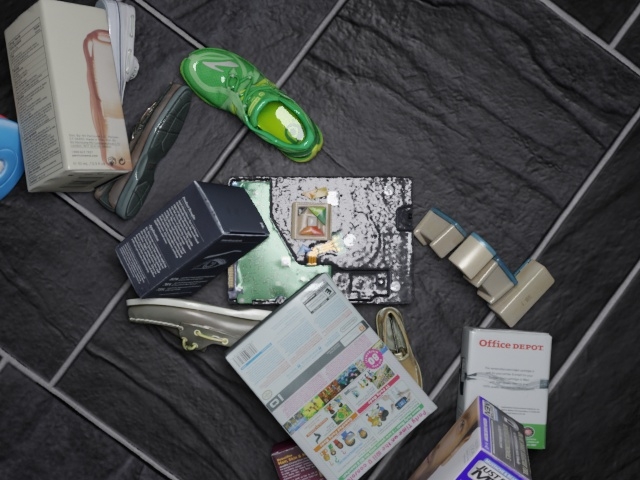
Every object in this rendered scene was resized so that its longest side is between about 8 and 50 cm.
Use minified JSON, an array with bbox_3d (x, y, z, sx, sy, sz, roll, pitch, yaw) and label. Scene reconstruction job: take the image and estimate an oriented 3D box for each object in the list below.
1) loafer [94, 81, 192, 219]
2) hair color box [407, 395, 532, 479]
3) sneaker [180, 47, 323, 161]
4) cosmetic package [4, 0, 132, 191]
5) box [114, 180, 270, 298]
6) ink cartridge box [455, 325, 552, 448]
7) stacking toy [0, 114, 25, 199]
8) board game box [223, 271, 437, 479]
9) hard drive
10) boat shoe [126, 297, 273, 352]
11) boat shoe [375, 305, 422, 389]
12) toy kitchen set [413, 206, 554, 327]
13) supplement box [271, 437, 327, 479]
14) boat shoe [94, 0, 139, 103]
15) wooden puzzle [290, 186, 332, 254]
[{"bbox_3d":[-0.325,-0.172,1.472,0.084,0.096,0.267,27,91,11],"label":"loafer"},{"bbox_3d":[0.209,0.448,1.378,0.110,0.185,0.339,36,108,-2],"label":"hair color box"},{"bbox_3d":[-0.117,-0.255,1.464,0.295,0.123,0.109,34,88,-1],"label":"sneaker"},{"bbox_3d":[-0.437,-0.243,1.408,0.129,0.153,0.296,-5,82,-45],"label":"cosmetic package"},{"bbox_3d":[-0.218,0.001,1.397,0.207,0.153,0.108,-36,74,20],"label":"box"},{"bbox_3d":[0.332,0.264,1.488,0.153,0.087,0.208,5,90,-1],"label":"ink cartridge box"},{"bbox_3d":[-0.678,-0.206,1.444,0.302,0.166,0.175,36,95,14],"label":"stacking toy"},{"bbox_3d":[0.015,0.239,1.395,0.224,0.097,0.303,-39,92,-10],"label":"board game box"},{"bbox_3d":[0.000,0.000,1.493,0.339,0.064,0.237,-1,89,-3],"label":"hard drive"},{"bbox_3d":[-0.199,0.157,1.458,0.305,0.109,0.091,8,85,-7],"label":"boat shoe"},{"bbox_3d":[0.142,0.216,1.488,0.068,0.072,0.190,-19,90,-3],"label":"boat shoe"},{"bbox_3d":[0.300,0.029,1.507,0.122,0.166,0.207,-46,127,-2],"label":"toy kitchen set"},{"bbox_3d":[-0.010,0.447,1.472,0.104,0.081,0.188,-19,90,-2],"label":"supplement box"},{"bbox_3d":[-0.364,-0.320,1.478,0.076,0.083,0.226,-5,105,-40],"label":"boat shoe"},{"bbox_3d":[-0.016,-0.036,1.455,0.079,0.014,0.116,-5,89,-2],"label":"wooden puzzle"}]
